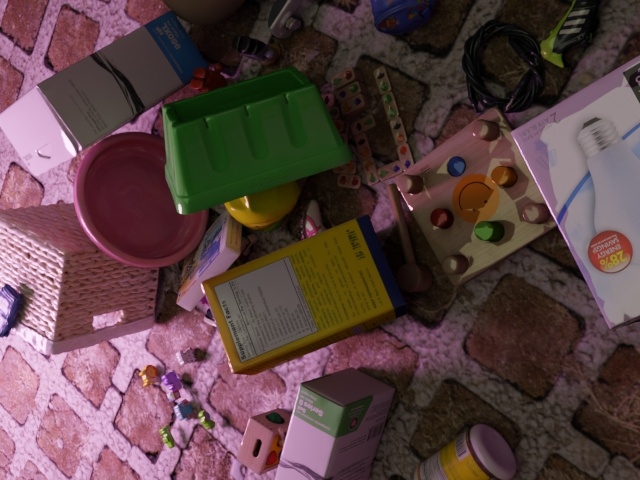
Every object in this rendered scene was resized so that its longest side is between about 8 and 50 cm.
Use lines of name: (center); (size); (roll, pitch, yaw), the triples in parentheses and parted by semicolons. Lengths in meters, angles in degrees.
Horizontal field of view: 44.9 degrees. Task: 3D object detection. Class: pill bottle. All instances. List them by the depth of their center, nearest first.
pill bottle: (0.264, 0.457, 1.500); (0.215, 0.117, 0.117); (-44, 68, 26)

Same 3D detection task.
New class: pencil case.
pencil case: (0.147, -0.575, 1.557); (0.133, 0.119, 0.305); (-12, 84, 22)

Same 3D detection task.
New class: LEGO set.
LEGO set: (-0.220, 0.094, 1.826); (0.087, 0.093, 0.227); (47, 114, 23)

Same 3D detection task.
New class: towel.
towel: (-0.740, 0.166, 1.812); (0.067, 0.029, 0.119); (38, 113, 27)

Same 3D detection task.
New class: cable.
cable: (0.347, -0.334, 1.473); (0.151, 0.047, 0.184); (-6, 87, 33)

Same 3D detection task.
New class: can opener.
can opener: (-0.030, -0.566, 1.700); (0.280, 0.074, 0.093); (-49, 65, 24)

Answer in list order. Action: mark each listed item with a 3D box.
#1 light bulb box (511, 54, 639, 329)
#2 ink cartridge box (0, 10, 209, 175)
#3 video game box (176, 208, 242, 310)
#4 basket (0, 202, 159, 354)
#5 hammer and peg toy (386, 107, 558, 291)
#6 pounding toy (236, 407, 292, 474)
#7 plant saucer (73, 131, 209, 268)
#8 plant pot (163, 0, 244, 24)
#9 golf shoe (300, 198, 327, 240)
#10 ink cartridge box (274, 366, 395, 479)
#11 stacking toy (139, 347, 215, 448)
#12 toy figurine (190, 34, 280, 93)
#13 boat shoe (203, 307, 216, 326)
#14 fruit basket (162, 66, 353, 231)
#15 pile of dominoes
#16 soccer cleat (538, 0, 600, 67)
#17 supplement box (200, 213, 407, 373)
light bulb box: (0.562, -0.095, 1.230); (0.358, 0.225, 0.360); (-32, 73, 29)
ink cartridge box: (-0.497, -0.334, 1.771); (0.286, 0.395, 0.166); (-13, 115, 50)
video game box: (-0.256, 0.037, 1.813); (0.048, 0.187, 0.205); (33, 116, -20)
basket: (-0.619, 0.081, 1.933); (0.331, 0.328, 0.266); (24, 110, 31)
hammer and peg toy: (0.253, -0.058, 1.491); (0.361, 0.127, 0.265); (-35, 72, 29)
pounding toy: (-0.105, 0.445, 1.736); (0.100, 0.130, 0.141); (26, 104, 30)
plant saucer: (-0.427, -0.090, 1.833); (0.084, 0.332, 0.331); (-24, 77, 51)
plant pot: (-0.271, -0.610, 1.770); (0.284, 0.284, 0.190); (46, 148, 24)
golf shoe: (0.000, 0.000, 1.706); (0.086, 0.067, 0.186); (-4, 88, 7)
ink cartridge box: (0.023, 0.431, 1.602); (0.122, 0.211, 0.289); (21, 102, 31)
stacking toy: (-0.357, 0.395, 1.953); (0.167, 0.052, 0.221); (-30, 77, 32)
toy figurine: (-0.162, -0.338, 1.757); (0.210, 0.148, 0.213); (-36, 69, 22)
boat shoe: (-0.110, 0.153, 1.736); (0.340, 0.127, 0.113); (4, 93, 31)
fruit basket: (-0.133, -0.142, 1.618); (0.391, 0.392, 0.283); (-65, 26, 17)
pile of dominoes: (0.079, -0.238, 1.655); (0.196, 0.040, 0.251); (-22, 79, 32)
soccer cleat: (0.470, -0.394, 1.390); (0.072, 0.060, 0.179); (43, 119, 15)
supplement box: (-0.026, 0.118, 1.556); (0.357, 0.195, 0.194); (-22, 77, 2)
